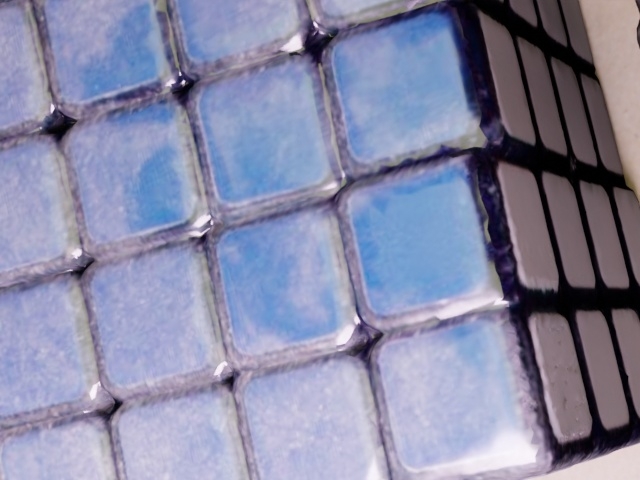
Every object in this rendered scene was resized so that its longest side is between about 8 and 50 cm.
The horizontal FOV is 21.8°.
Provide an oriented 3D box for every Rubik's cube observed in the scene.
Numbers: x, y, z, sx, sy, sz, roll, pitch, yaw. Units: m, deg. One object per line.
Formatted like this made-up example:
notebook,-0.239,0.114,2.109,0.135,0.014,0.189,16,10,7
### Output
Rubik's cube,0.000,0.000,1.036,0.344,0.344,0.337,-15,82,23

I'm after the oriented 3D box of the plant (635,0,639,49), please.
plant,0.276,-0.169,0.935,0.194,0.320,0.181,8,59,18
